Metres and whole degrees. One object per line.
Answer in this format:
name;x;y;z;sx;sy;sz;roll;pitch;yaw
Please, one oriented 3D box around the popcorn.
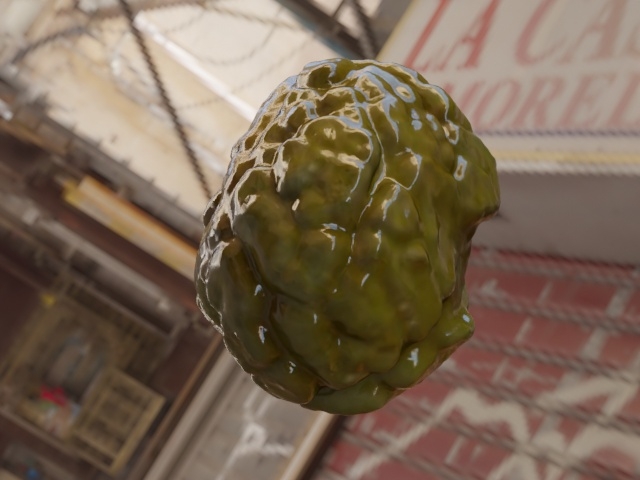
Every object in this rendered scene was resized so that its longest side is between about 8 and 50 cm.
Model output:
popcorn;0.000;0.000;1.011;0.203;0.226;0.200;-22;-17;40
